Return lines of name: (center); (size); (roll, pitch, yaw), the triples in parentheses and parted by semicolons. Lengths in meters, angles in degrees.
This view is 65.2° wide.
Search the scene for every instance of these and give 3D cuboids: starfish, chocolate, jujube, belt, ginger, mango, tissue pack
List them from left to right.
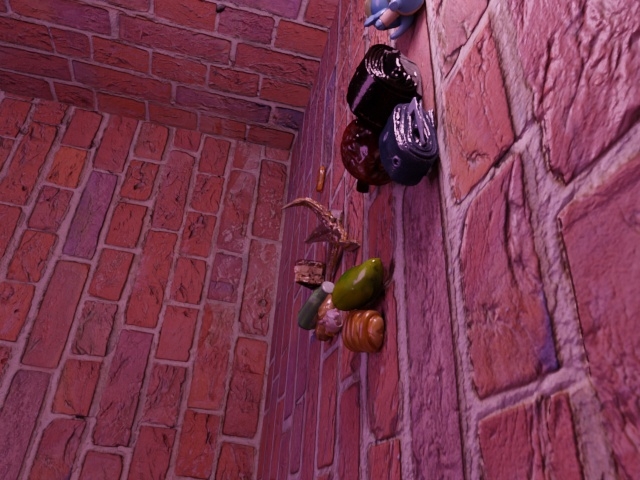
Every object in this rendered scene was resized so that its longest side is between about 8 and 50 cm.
chocolate: (-0.009, 0.253, 1.995); (0.291, 0.110, 0.110); (118, 159, -52)
starfish: (0.008, -0.006, 1.935); (0.398, 0.132, 0.384); (48, 144, 27)
ginger: (0.020, 0.291, 1.853); (0.095, 0.069, 0.190); (-66, -13, -80)
tissue pack: (0.044, -0.069, 2.099); (0.148, 0.060, 0.109); (168, 109, -80)
mango: (0.112, 0.122, 1.413); (0.233, 0.111, 0.125); (-54, 12, 44)
jujube: (0.143, -0.259, 1.425); (0.243, 0.183, 0.183); (-103, 25, -59)
belt: (0.180, -0.429, 1.354); (0.289, 0.184, 0.164); (-80, 16, -48)
belt: (0.216, -0.244, 1.197); (0.128, 0.122, 0.218); (117, 161, -49)

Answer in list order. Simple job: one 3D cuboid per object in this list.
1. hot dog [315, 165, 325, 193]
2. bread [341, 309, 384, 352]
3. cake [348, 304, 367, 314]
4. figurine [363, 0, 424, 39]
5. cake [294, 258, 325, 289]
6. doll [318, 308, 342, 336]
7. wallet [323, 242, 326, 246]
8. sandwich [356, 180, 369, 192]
hot dog: (0.003, -0.316, 2.611); (0.062, 0.038, 0.144); (168, 110, -76)
bread: (0.116, 0.247, 1.379); (0.177, 0.084, 0.119); (145, 134, -70)
cake: (0.113, 0.219, 1.517); (0.084, 0.044, 0.084); (-172, 90, -78)
figurine: (0.223, -0.722, 1.539); (0.262, 0.154, 0.180); (-95, 29, -67)
cake: (-0.068, 0.157, 2.279); (0.246, 0.135, 0.112); (141, 137, -74)
doll: (0.035, 0.282, 1.755); (0.073, 0.084, 0.127); (-94, 9, -45)
wallet: (0.026, -0.013, 2.275); (0.044, 0.011, 0.083); (-102, 25, -63)
sandwich: (0.169, -0.264, 1.614); (0.159, 0.079, 0.235); (101, -179, -78)
